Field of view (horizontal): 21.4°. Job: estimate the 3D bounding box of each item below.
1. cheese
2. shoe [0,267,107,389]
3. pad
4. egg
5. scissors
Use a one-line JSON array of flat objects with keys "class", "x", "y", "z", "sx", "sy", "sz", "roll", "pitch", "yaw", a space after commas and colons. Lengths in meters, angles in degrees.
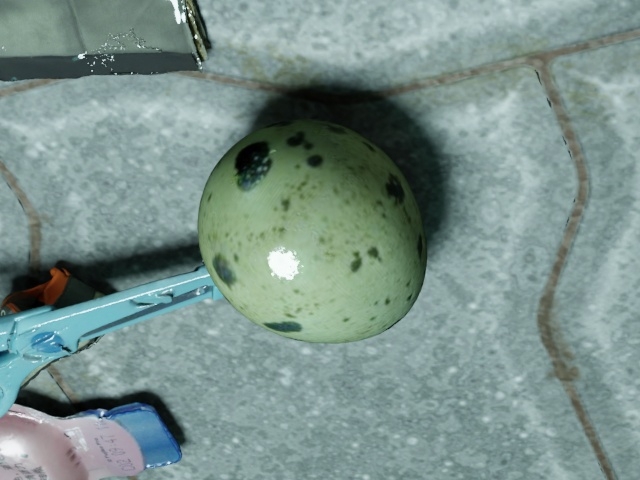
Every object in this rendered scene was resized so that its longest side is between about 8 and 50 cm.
[{"class": "cheese", "x": -0.284, "y": 0.221, "z": 1.739, "sx": 0.286, "sy": 0.074, "sz": 0.189, "roll": -14, "pitch": 131, "yaw": 18}, {"class": "shoe", "x": -0.284, "y": 0.087, "z": 1.610, "sx": 0.194, "sy": 0.074, "sz": 0.077, "roll": -29, "pitch": 119, "yaw": 27}, {"class": "pad", "x": -0.216, "y": -0.198, "z": 1.347, "sx": 0.233, "sy": 0.022, "sz": 0.174, "roll": -1, "pitch": 134, "yaw": 14}, {"class": "egg", "x": 0.000, "y": 0.000, "z": 1.393, "sx": 0.177, "sy": 0.177, "sz": 0.228, "roll": -17, "pitch": 143, "yaw": 26}, {"class": "scissors", "x": -0.256, "y": 0.092, "z": 1.528, "sx": 0.393, "sy": 0.032, "sz": 0.180, "roll": -17, "pitch": 141, "yaw": 11}]
